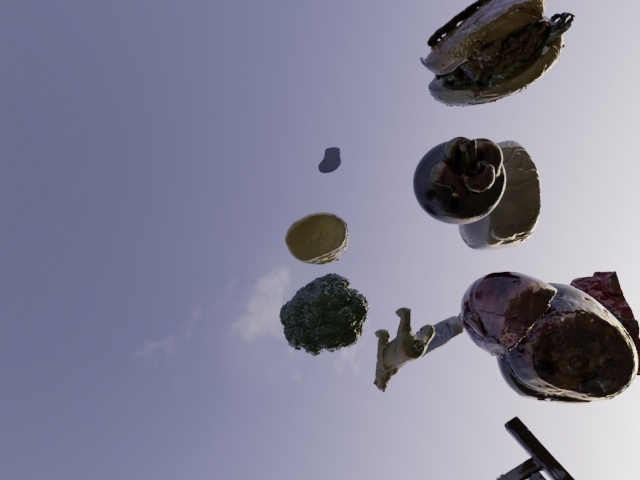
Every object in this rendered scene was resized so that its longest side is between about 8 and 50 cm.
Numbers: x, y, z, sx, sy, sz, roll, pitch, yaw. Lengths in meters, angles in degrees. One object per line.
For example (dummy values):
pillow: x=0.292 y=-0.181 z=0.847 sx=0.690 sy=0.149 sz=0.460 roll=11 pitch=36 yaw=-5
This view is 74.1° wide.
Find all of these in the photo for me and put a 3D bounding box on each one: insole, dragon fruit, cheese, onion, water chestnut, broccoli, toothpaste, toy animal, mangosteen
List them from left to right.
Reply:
cheese: x=0.000 y=0.000 z=0.872 sx=0.123 sy=0.167 sz=0.093 roll=-14 pitch=-96 yaw=4
broccoli: x=0.014 y=0.228 z=1.265 sx=0.270 sy=0.270 sz=0.270 roll=-36 pitch=-37 yaw=-15
insole: x=0.023 y=-0.193 z=1.013 sx=0.053 sy=0.152 sz=0.002 roll=-3 pitch=-56 yaw=6
toy animal: x=0.168 y=0.246 z=0.921 sx=0.103 sy=0.100 sz=0.218 roll=22 pitch=-42 yaw=-9
toothpaste: x=0.429 y=0.327 z=1.505 sx=0.061 sy=0.096 sz=0.266 roll=10 pitch=-35 yaw=-24
mangosteen: x=0.301 y=-0.135 z=0.897 sx=0.195 sy=0.230 sz=0.194 roll=1 pitch=-108 yaw=-3
onion: x=0.282 y=0.099 z=0.676 sx=0.151 sy=0.098 sz=0.205 roll=-47 pitch=-18 yaw=-24
water chestnut: x=0.521 y=0.221 z=0.929 sx=0.289 sy=0.289 sz=0.244 roll=40 pitch=-126 yaw=-34
dragon fruit: x=0.871 y=0.258 z=1.379 sx=0.228 sy=0.286 sz=0.328 roll=0 pitch=-87 yaw=-68

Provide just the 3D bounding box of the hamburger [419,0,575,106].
hamburger: x=0.411 y=-0.458 z=1.012 sx=0.318 sy=0.276 sz=0.195 roll=-31 pitch=-60 yaw=11

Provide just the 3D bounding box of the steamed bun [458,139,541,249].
steamed bun: x=0.604 y=-0.121 z=1.421 sx=0.247 sy=0.236 sz=0.383 roll=-13 pitch=-54 yaw=-5

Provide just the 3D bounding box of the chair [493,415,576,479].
chair: x=0.334 y=0.500 z=0.570 sx=0.241 sy=0.416 sz=0.203 roll=-29 pitch=-62 yaw=-6
